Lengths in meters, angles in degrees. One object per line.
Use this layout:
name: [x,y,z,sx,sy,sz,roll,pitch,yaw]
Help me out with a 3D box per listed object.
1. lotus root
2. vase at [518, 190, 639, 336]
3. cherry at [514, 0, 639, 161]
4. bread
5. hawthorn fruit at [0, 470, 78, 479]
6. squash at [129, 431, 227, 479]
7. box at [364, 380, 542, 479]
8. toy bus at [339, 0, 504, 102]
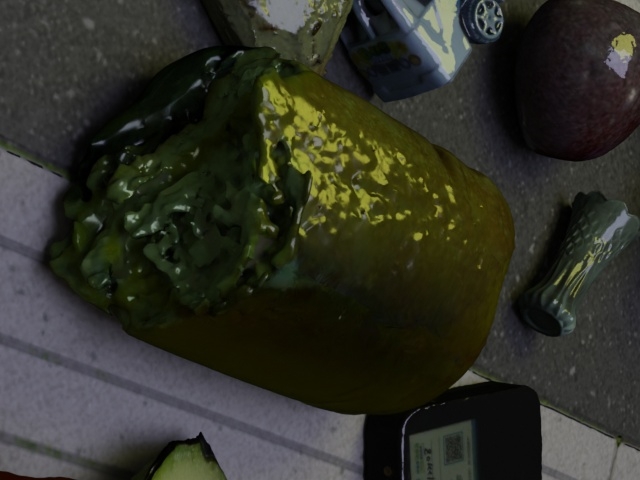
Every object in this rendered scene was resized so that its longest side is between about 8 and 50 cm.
lotus root: [-0.024,-0.194,1.240,0.143,0.070,0.144,-30,113,-40]
vase: [0.261,0.028,1.541,0.149,0.081,0.081,-53,126,-25]
cherry: [0.264,-0.163,1.487,0.176,0.140,0.176,-27,125,-48]
bread: [0.000,0.000,1.191,0.376,0.208,0.251,29,76,-46]
hawthorn fruit: [-0.203,0.267,0.946,0.275,0.275,0.300,6,72,-46]
squash: [-0.126,0.249,1.167,0.184,0.085,0.192,-68,143,-60]
box: [0.132,0.317,1.432,0.211,0.058,0.350,-3,94,-44]
toy bus: [0.129,-0.281,1.373,0.136,0.109,0.330,47,59,-25]
